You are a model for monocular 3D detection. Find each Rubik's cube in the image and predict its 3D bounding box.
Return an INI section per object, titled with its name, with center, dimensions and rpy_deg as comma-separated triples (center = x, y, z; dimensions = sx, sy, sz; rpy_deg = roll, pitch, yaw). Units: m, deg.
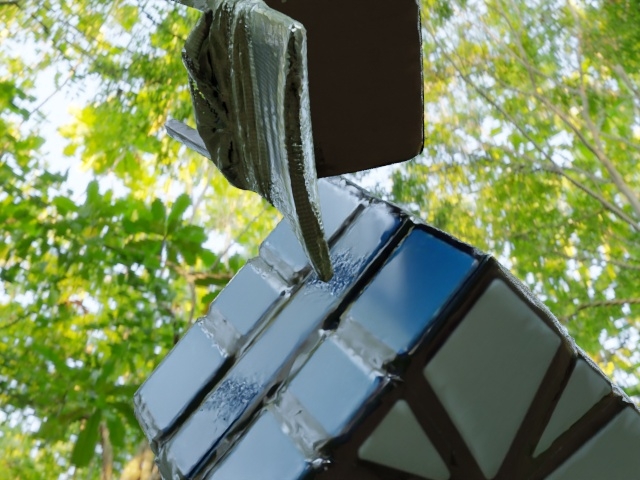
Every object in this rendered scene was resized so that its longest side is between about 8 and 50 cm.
[Rubik's cube]
center = 0.058, 0.155, 0.739
dimensions = 0.293, 0.283, 0.288
rpy_deg = 40, -93, -27

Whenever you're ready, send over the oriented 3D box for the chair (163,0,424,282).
[chair]
center = -0.002, -0.112, 0.640
dimensions = 0.186, 0.319, 0.160
rpy_deg = -14, -65, -22
